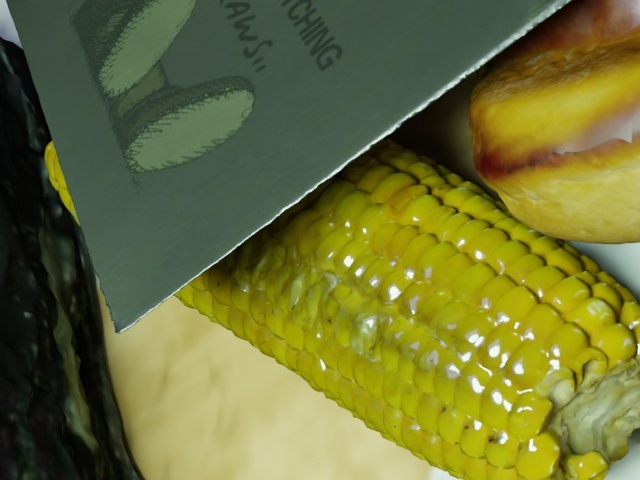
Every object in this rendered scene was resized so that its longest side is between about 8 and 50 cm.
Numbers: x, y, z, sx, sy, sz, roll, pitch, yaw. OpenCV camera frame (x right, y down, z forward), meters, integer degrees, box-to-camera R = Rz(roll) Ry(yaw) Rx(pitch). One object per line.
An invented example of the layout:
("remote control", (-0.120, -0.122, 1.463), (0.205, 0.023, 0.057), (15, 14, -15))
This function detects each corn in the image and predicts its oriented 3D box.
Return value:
("corn", (0.000, 0.000, 0.465), (0.207, 0.068, 0.068), (30, 101, 38))

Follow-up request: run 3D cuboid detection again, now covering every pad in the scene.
("pad", (-0.022, -0.067, 0.468), (0.127, 0.004, 0.190), (-37, 38, 7))

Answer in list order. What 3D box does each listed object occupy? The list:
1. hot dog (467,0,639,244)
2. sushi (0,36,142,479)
("hot dog", (0.143, -0.055, 0.367), (0.250, 0.076, 0.104), (-17, 52, 31))
("sushi", (-0.175, 0.025, 0.491), (0.215, 0.212, 0.227), (0, 75, 19))
